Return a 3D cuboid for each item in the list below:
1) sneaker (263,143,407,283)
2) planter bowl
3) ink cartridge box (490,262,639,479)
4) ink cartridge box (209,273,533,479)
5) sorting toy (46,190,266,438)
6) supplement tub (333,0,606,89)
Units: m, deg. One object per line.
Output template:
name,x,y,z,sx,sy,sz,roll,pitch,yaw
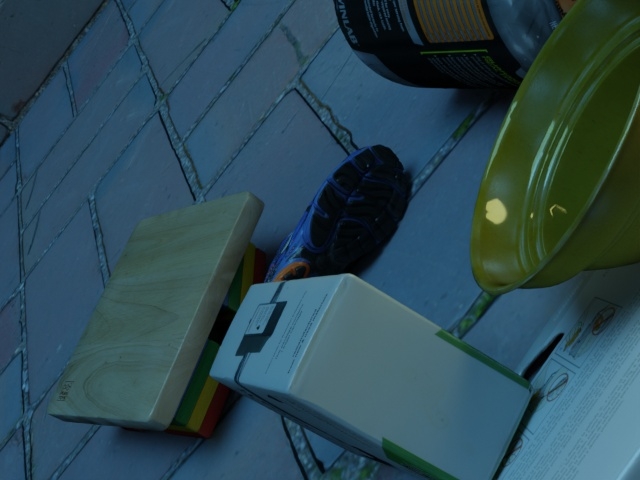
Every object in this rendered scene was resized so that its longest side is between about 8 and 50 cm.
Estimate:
sneaker,0.000,0.000,0.988,0.221,0.083,0.087,-54,20,-4
planter bowl,0.183,-0.052,0.642,0.217,0.090,0.217,-159,90,-81
ink cartridge box,0.168,0.117,0.629,0.275,0.060,0.239,-55,3,1
ink cartridge box,0.024,0.098,0.729,0.086,0.153,0.208,-63,15,-13
sorting toy,-0.159,0.092,1.121,0.257,0.089,0.255,-10,52,54
supplement tub,0.160,-0.220,0.846,0.193,0.194,0.316,-60,29,-7
